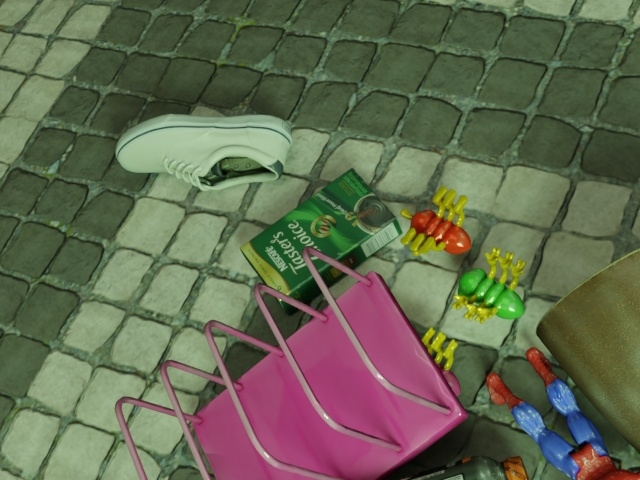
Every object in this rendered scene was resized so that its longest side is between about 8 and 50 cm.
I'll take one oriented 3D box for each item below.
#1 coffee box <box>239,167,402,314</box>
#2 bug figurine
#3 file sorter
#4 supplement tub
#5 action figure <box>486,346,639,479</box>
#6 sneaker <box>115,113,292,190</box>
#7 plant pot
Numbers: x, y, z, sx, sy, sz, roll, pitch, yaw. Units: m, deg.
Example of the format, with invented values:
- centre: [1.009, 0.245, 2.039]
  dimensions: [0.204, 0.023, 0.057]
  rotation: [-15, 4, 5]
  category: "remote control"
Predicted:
- centre: [0.000, 0.000, 1.368]
  dimensions: [0.184, 0.040, 0.113]
  rotation: [-35, 53, -4]
  category: "coffee box"
- centre: [0.116, 0.081, 1.250]
  dimensions: [0.216, 0.072, 0.279]
  rotation: [33, 79, 41]
  category: "bug figurine"
- centre: [-0.042, 0.174, 1.127]
  dimensions: [0.290, 0.182, 0.202]
  rotation: [-40, 56, 14]
  category: "file sorter"
- centre: [0.127, 0.289, 1.084]
  dimensions: [0.190, 0.117, 0.117]
  rotation: [-18, 54, 8]
  category: "supplement tub"
- centre: [0.280, 0.240, 1.088]
  dimensions: [0.091, 0.139, 0.280]
  rotation: [-34, 31, 1]
  category: "action figure"
- centre: [-0.168, -0.117, 1.475]
  dimensions: [0.258, 0.094, 0.091]
  rotation: [-5, 52, 17]
  category: "sneaker"
- centre: [0.366, 0.138, 1.057]
  dimensions: [0.215, 0.215, 0.230]
  rotation: [-28, 67, 1]
  category: "plant pot"
